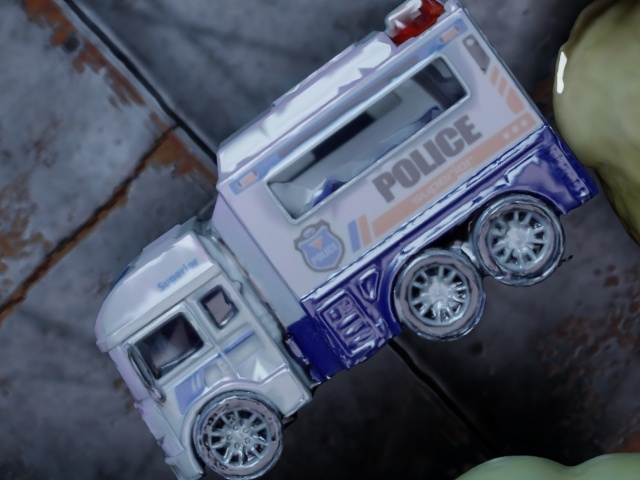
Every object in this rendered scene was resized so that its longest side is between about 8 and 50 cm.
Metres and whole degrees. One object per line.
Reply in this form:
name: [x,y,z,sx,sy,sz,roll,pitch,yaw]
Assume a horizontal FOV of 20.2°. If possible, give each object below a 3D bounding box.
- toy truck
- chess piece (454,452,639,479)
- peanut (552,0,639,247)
toy truck: [0.000,0.000,0.961,0.268,0.124,0.155,-35,96,2]
chess piece: [-0.034,0.234,0.920,0.442,0.234,0.234,-3,104,9]
peanut: [0.284,-0.023,0.961,0.340,0.158,0.174,10,128,-3]
